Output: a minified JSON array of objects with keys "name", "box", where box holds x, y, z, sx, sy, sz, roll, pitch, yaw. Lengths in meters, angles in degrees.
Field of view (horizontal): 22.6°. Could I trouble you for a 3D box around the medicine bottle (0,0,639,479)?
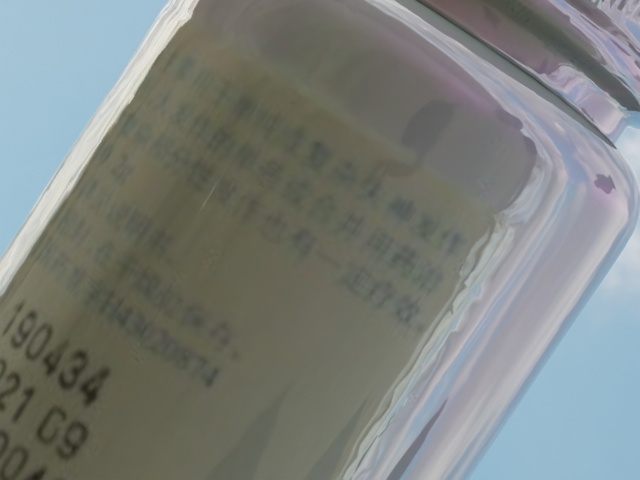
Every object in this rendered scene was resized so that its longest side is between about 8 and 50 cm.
[{"name":"medicine bottle","box":[0.000,0.000,0.659,0.213,0.213,0.378,35,-88,26]}]
